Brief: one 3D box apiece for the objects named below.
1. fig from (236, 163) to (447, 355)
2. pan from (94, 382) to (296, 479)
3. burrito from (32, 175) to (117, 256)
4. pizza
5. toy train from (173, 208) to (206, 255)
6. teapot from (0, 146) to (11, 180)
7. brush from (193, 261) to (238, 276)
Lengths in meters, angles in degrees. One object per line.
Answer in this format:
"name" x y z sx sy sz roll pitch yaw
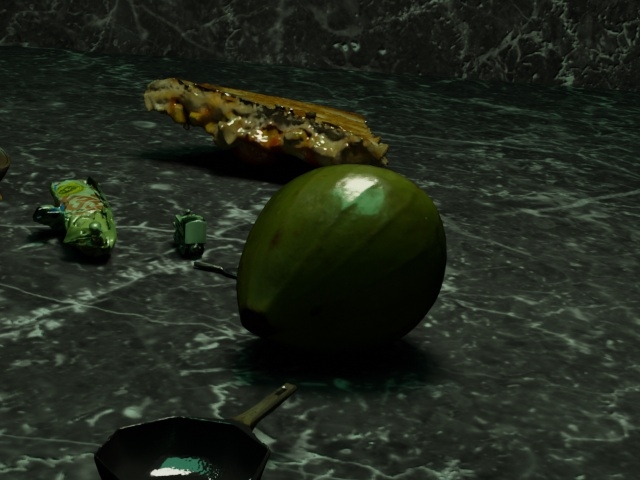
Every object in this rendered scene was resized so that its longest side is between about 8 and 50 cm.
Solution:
"fig" 0.016 0.034 1.188 0.203 0.203 0.225 16 41 34
"pan" -0.076 0.177 0.914 0.202 0.048 0.128 -8 22 -33
"burrito" -0.332 -0.036 1.543 0.104 0.054 0.288 -1 18 -19
"pizza" -0.047 -0.169 1.952 0.440 0.130 0.406 6 14 -35
"toy train" -0.171 -0.012 1.509 0.033 0.053 0.083 -2 19 -19
"teapot" -0.503 -0.100 1.700 0.076 0.068 0.121 19 30 -32
"brush" -0.121 0.036 1.440 0.083 0.008 0.024 11 21 20
